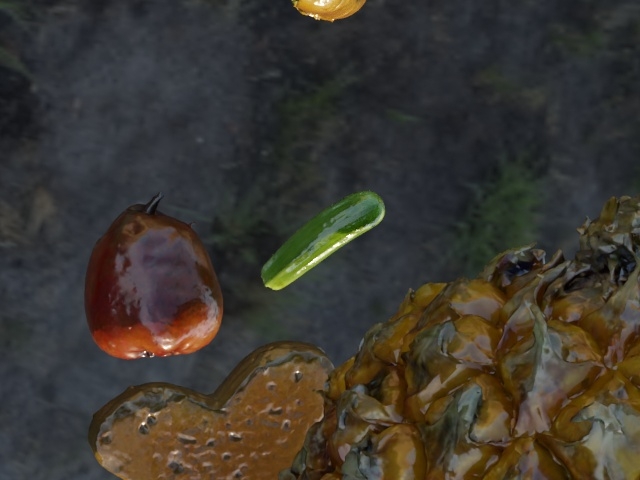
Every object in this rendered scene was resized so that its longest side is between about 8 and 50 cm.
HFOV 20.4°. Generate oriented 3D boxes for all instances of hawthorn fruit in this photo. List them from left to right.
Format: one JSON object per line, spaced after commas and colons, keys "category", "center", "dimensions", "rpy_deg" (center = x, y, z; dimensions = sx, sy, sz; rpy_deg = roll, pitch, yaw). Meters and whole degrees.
{"category": "hawthorn fruit", "center": [-0.097, 0.021, 1.027], "dimensions": [0.081, 0.081, 0.093], "rpy_deg": [-1, 84, -42]}

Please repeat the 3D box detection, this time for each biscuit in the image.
{"category": "biscuit", "center": [-0.064, 0.220, 1.240], "dimensions": [0.197, 0.049, 0.301], "rpy_deg": [-12, 110, -11]}

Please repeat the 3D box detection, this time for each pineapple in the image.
{"category": "pineapple", "center": [0.133, 0.093, 0.899], "dimensions": [0.209, 0.344, 0.286], "rpy_deg": [-11, 116, -77]}

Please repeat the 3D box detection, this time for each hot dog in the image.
{"category": "hot dog", "center": [-0.004, -0.167, 1.087], "dimensions": [0.045, 0.165, 0.071], "rpy_deg": [-31, 92, 9]}

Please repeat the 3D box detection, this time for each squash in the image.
{"category": "squash", "center": [-0.001, 0.000, 1.024], "dimensions": [0.089, 0.027, 0.027], "rpy_deg": [-36, 134, 19]}
